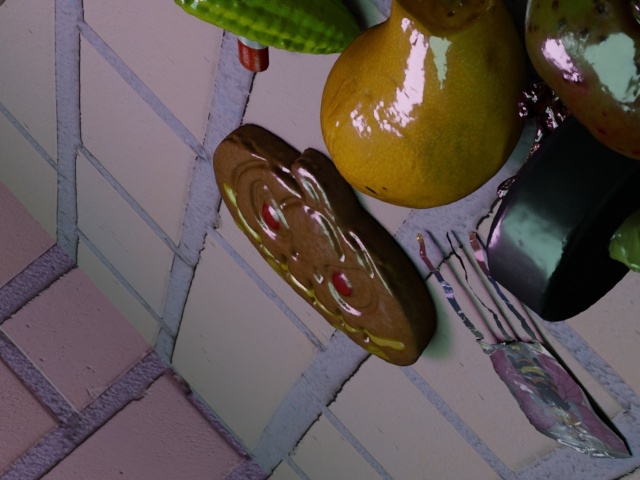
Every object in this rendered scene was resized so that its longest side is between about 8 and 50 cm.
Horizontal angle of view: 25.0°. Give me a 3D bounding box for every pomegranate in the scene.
[{"bbox_3d":[0.225,-0.158,0.973,0.198,0.198,0.246,57,178,-21],"label":"pomegranate"}]

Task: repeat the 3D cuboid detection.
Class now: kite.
[{"bbox_3d":[0.234,0.133,1.738,0.360,0.022,0.204,54,160,-17],"label":"kite"}]

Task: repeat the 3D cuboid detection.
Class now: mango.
[{"bbox_3d":[0.099,-0.127,1.360,0.187,0.144,0.359,47,158,0],"label":"mango"}]

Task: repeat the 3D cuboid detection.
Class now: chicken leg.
[{"bbox_3d":[0.210,-0.095,1.274,0.219,0.089,0.048,94,171,-65],"label":"chicken leg"}]

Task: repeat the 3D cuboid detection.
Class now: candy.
[{"bbox_3d":[-0.049,-0.242,1.469,0.209,0.097,0.097,20,173,-26],"label":"candy"}]

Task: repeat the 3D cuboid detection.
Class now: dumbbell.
[{"bbox_3d":[0.308,0.044,1.135,0.322,0.204,0.204,41,159,24],"label":"dumbbell"}]

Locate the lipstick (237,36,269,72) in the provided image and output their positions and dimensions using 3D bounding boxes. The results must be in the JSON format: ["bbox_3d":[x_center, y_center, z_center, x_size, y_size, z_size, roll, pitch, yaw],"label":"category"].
[{"bbox_3d":[-0.077,-0.275,1.568,0.274,0.068,0.061,91,167,-59],"label":"lipstick"}]

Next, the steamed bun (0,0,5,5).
[{"bbox_3d":[-0.558,-0.460,2.060,0.324,0.206,0.324,43,163,17],"label":"steamed bun"}]

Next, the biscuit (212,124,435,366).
[{"bbox_3d":[-0.007,0.005,1.944,0.394,0.070,0.350,40,159,26],"label":"biscuit"}]
